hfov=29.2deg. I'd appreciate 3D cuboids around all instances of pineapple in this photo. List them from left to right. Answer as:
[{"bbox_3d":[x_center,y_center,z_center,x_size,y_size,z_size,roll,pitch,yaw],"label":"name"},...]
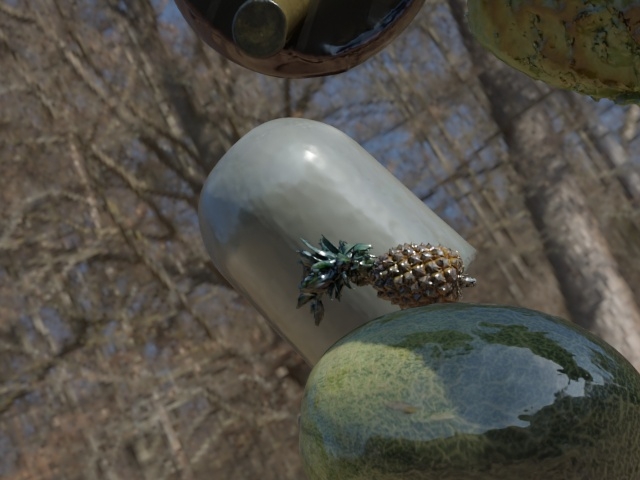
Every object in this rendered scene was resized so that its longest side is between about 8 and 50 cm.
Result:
[{"bbox_3d":[0.078,0.049,1.483,0.221,0.083,0.103,2,-65,6],"label":"pineapple"}]

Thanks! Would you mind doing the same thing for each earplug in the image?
[{"bbox_3d":[0.000,0.000,1.922,0.312,0.394,0.312,-46,-5,-5],"label":"earplug"}]

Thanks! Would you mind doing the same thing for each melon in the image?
[{"bbox_3d":[0.142,0.179,1.102,0.329,0.249,0.248,8,-23,13],"label":"melon"}]

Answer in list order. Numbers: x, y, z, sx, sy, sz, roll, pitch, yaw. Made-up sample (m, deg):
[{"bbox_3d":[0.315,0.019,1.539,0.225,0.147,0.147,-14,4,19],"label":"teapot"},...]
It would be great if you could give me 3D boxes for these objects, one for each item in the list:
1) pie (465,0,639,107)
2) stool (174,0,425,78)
[{"bbox_3d":[0.286,-0.301,0.996,0.418,0.395,0.180,3,16,39],"label":"pie"},{"bbox_3d":[-0.028,-0.282,1.074,0.272,0.272,0.178,-33,0,7],"label":"stool"}]
